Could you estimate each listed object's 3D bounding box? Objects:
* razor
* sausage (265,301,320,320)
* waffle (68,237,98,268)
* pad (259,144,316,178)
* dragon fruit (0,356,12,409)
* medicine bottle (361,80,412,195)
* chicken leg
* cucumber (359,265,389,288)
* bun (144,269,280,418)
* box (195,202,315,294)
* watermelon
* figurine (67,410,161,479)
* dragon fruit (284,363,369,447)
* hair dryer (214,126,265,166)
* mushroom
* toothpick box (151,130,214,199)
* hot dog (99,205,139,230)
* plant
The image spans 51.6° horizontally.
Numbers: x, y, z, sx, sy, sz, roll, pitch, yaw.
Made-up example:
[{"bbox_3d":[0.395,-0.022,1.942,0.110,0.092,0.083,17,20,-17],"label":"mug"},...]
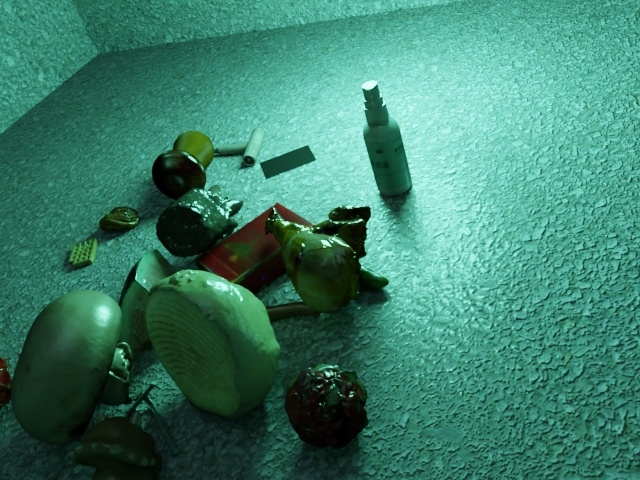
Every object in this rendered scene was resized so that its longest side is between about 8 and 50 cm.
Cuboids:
[{"bbox_3d":[-0.375,0.426,1.546,0.084,0.036,0.211,-50,47,-1],"label":"razor"},{"bbox_3d":[-0.085,0.185,1.710,0.176,0.040,0.047,-9,37,12],"label":"sausage"},{"bbox_3d":[-0.801,0.044,2.234,0.092,0.021,0.135,-16,35,2],"label":"waffle"},{"bbox_3d":[-0.117,-0.281,2.354,0.190,0.004,0.127,-22,36,-2],"label":"pad"},{"bbox_3d":[-0.926,0.354,1.733,0.210,0.205,0.268,-33,53,-4],"label":"dragon fruit"},{"bbox_3d":[0.183,-0.299,1.943,0.110,0.352,0.110,-13,37,10],"label":"medicine bottle"},{"bbox_3d":[0.000,0.000,1.723,0.295,0.182,0.409,-48,43,-3],"label":"chicken leg"},{"bbox_3d":[0.079,0.079,1.761,0.056,0.056,0.250,-40,42,-25],"label":"cucumber"},{"bbox_3d":[-0.230,0.214,1.508,0.364,0.365,0.202,16,36,39],"label":"bun"},{"bbox_3d":[-0.178,0.034,1.904,0.313,0.089,0.197,-35,41,-21],"label":"box"},{"bbox_3d":[-0.437,0.166,1.784,0.201,0.262,0.213,11,34,-6],"label":"watermelon"},{"bbox_3d":[-0.443,0.479,1.383,0.177,0.173,0.247,8,44,32],"label":"figurine"},{"bbox_3d":[0.013,0.338,1.358,0.182,0.183,0.188,6,5,30],"label":"dragon fruit"},{"bbox_3d":[-0.326,-0.335,2.477,0.220,0.054,0.195,-9,38,15],"label":"hair dryer"},{"bbox_3d":[-0.557,0.301,1.569,0.294,0.362,0.362,18,33,-17],"label":"mushroom"},{"bbox_3d":[-0.481,-0.272,2.360,0.192,0.192,0.294,-10,32,13],"label":"toothpick box"},{"bbox_3d":[-0.701,-0.073,2.302,0.147,0.065,0.099,-3,30,24],"label":"hot dog"},{"bbox_3d":[-0.351,-0.066,1.960,0.194,0.182,0.321,-41,6,16],"label":"plant"}]
